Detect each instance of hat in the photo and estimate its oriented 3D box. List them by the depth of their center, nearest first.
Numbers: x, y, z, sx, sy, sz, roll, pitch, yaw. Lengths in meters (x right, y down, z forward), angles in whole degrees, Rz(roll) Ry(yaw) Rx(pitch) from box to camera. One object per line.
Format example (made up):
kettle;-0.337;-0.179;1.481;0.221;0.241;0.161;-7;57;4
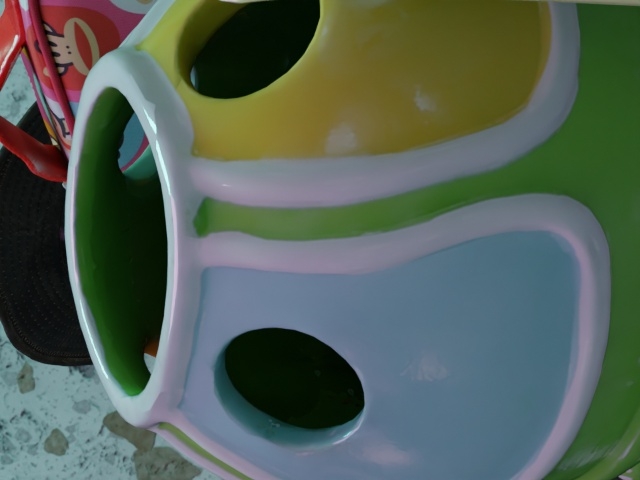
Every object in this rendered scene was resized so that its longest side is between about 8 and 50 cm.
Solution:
hat;-0.114;-0.016;1.289;0.134;0.331;0.331;26;143;34

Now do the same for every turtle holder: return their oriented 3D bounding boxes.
turtle holder;0.038;-0.027;0.577;0.320;0.228;0.243;129;130;-57

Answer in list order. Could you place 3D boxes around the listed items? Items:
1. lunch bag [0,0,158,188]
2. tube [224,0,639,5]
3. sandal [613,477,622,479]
lunch bag;-0.079;-0.114;0.931;0.293;0.258;0.120;84;161;-51
tube;0.073;-0.097;0.411;0.240;0.070;0.062;13;152;30
sandal;0.126;0.055;0.780;0.219;0.090;0.060;-114;31;-50
